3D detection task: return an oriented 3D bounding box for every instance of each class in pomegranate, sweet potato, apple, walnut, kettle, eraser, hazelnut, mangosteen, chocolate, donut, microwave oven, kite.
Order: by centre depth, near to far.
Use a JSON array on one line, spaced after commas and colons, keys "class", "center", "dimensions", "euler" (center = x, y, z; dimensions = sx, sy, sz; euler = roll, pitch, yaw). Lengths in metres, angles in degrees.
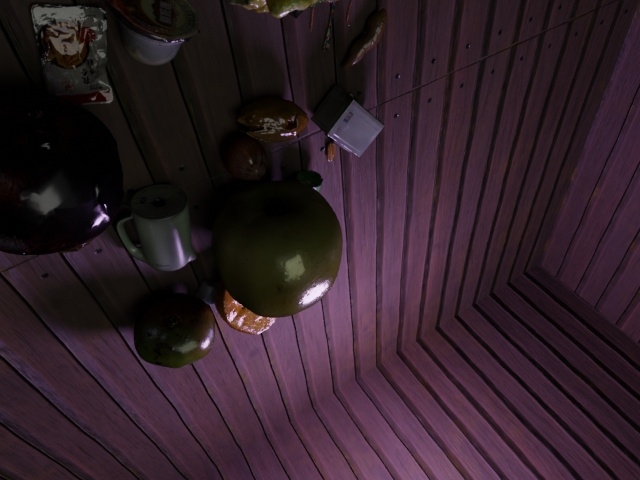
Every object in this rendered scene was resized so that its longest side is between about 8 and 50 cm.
[{"class": "mangosteen", "center": [-0.634, -0.136, 1.161], "dimensions": [0.381, 0.381, 0.421], "euler": [-35, 154, -7]}, {"class": "chocolate", "center": [-0.404, -0.491, 1.170], "dimensions": [0.221, 0.221, 0.147], "euler": [-4, 149, -39]}, {"class": "kite", "center": [0.037, -0.686, 1.479], "dimensions": [0.198, 0.006, 0.244], "euler": [-20, 138, -26]}, {"class": "walnut", "center": [-0.148, -0.372, 1.539], "dimensions": [0.245, 0.137, 0.137], "euler": [-4, 131, -25]}, {"class": "kettle", "center": [-0.514, -0.032, 1.554], "dimensions": [0.240, 0.165, 0.255], "euler": [2, 137, -5]}, {"class": "hazelnut", "center": [-0.234, -0.255, 1.563], "dimensions": [0.143, 0.143, 0.154], "euler": [-33, 156, -11]}, {"class": "sweet potato", "center": [0.147, -0.632, 1.586], "dimensions": [0.065, 0.051, 0.218], "euler": [33, 107, -9]}, {"class": "apple", "center": [-0.141, 0.033, 1.673], "dimensions": [0.473, 0.473, 0.473], "euler": [-24, 140, -22]}, {"class": "microwave oven", "center": [0.090, -0.407, 1.707], "dimensions": [0.163, 0.129, 0.205], "euler": [-49, 142, 14]}, {"class": "pomegranate", "center": [-0.535, 0.353, 1.817], "dimensions": [0.291, 0.291, 0.323], "euler": [-8, 141, -36]}, {"class": "chocolate", "center": [-0.068, -0.120, 1.886], "dimensions": [0.110, 0.110, 0.291], "euler": [-15, 138, -30]}, {"class": "donut", "center": [-0.284, 0.218, 1.945], "dimensions": [0.303, 0.110, 0.303], "euler": [-8, 102, -45]}, {"class": "eraser", "center": [-0.383, 0.207, 1.978], "dimensions": [0.212, 0.046, 0.092], "euler": [7, 122, -45]}]

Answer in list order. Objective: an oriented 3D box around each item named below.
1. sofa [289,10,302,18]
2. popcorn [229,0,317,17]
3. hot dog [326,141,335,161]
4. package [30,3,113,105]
[{"class": "sofa", "center": [-0.090, -0.668, 1.359], "dimensions": [0.060, 0.039, 0.118], "euler": [-50, 142, 9]}, {"class": "popcorn", "center": [-0.115, -0.663, 1.175], "dimensions": [0.293, 0.293, 0.237], "euler": [-52, 160, 14]}, {"class": "hot dog", "center": [0.036, -0.326, 1.831], "dimensions": [0.037, 0.021, 0.083], "euler": [-31, 142, -30]}, {"class": "package", "center": [-0.578, -0.429, 1.178], "dimensions": [0.154, 0.030, 0.239], "euler": [-13, 136, -28]}]
